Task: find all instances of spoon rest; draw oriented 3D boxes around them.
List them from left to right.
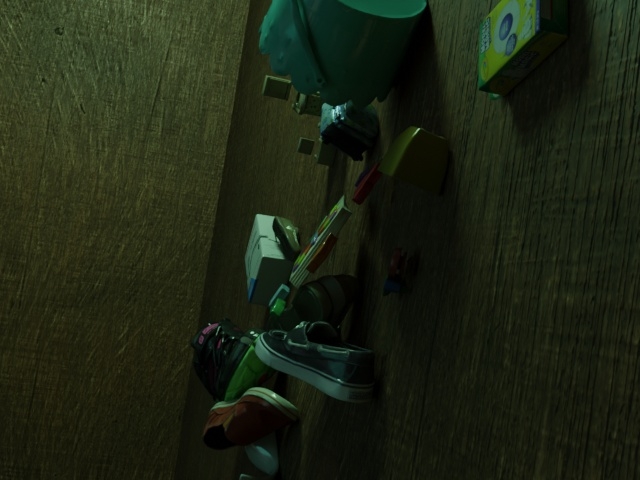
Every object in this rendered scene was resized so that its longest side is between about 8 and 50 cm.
[{"bbox_3d":[-0.134,0.490,2.051,0.276,0.084,0.137,-81,7,-70],"label":"spoon rest"}]

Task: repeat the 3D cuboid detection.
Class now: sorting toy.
[{"bbox_3d":[0.124,0.056,1.398,0.102,0.042,0.061,99,-173,-54],"label":"sorting toy"}]

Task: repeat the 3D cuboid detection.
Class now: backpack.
[{"bbox_3d":[0.057,-0.228,1.706,0.084,0.105,0.114,-38,38,36],"label":"backpack"}]

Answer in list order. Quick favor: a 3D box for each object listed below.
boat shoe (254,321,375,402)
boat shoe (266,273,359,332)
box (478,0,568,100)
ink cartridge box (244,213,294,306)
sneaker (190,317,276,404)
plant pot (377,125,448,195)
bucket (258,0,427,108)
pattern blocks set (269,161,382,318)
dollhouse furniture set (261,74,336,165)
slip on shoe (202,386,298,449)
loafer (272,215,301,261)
[{"bbox_3d":[-0.011,0.187,1.553,0.301,0.108,0.102,17,101,56],"label":"boat shoe"},{"bbox_3d":[-0.013,0.153,1.714,0.113,0.103,0.302,62,150,12],"label":"boat shoe"},{"bbox_3d":[0.244,-0.257,1.119,0.179,0.043,0.105,130,147,-66],"label":"box"},{"bbox_3d":[-0.133,0.049,2.279,0.203,0.086,0.148,-105,28,-57],"label":"ink cartridge box"},{"bbox_3d":[-0.230,0.292,2.193,0.185,0.202,0.483,-41,-1,-25],"label":"sneaker"},{"bbox_3d":[0.146,-0.124,1.343,0.083,0.082,0.081,-66,16,6],"label":"plant pot"},{"bbox_3d":[0.040,-0.388,1.569,0.281,0.281,0.183,-94,23,-43],"label":"bucket"},{"bbox_3d":[0.000,0.000,1.645,0.324,0.026,0.285,-56,5,-4],"label":"pattern blocks set"},{"bbox_3d":[-0.041,-0.250,1.924,0.101,0.182,0.160,-122,44,-69],"label":"dollhouse furniture set"},{"bbox_3d":[-0.157,0.399,1.967,0.331,0.123,0.101,-27,30,50],"label":"slip on shoe"},{"bbox_3d":[-0.072,-0.008,2.164,0.148,0.050,0.056,-116,32,-41],"label":"loafer"}]
